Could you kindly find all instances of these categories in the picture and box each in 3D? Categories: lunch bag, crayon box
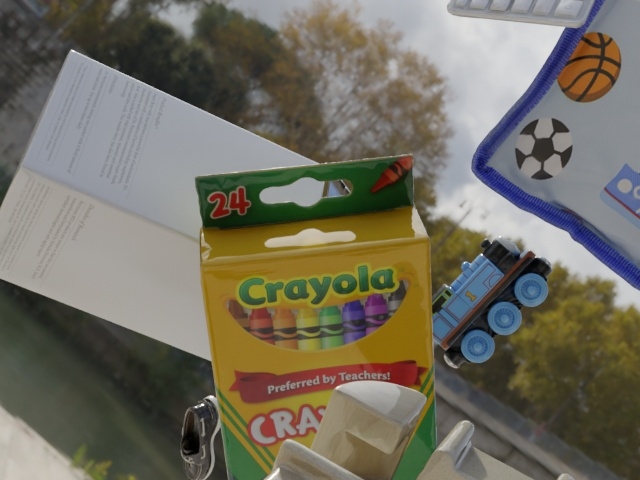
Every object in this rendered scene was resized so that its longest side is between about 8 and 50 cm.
[{"bbox_3d":[0.348,-0.152,0.833,0.239,0.385,0.328,37,16,19],"label":"lunch bag"},{"bbox_3d":[-0.001,0.089,0.970,0.081,0.202,0.318,-103,-173,-64],"label":"crayon box"}]

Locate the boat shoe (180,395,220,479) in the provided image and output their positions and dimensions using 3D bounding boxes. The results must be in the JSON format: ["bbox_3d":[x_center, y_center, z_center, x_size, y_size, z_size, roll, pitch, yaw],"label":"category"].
[{"bbox_3d":[-0.146,0.239,1.247,0.046,0.038,0.125,39,-52,29],"label":"boat shoe"}]

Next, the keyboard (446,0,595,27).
[{"bbox_3d":[0.148,-0.205,0.591,0.072,0.256,0.014,8,-36,31],"label":"keyboard"}]

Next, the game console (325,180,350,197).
[{"bbox_3d":[0.000,0.000,1.180,0.071,0.107,0.122,27,-54,28],"label":"game console"}]

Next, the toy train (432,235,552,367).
[{"bbox_3d":[0.209,0.076,1.357,0.105,0.184,0.080,43,4,3],"label":"toy train"}]

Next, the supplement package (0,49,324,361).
[{"bbox_3d":[-0.167,-0.024,1.084,0.293,0.177,0.175,24,-45,-16],"label":"supplement package"}]

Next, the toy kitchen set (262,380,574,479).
[{"bbox_3d":[0.058,0.181,0.483,0.207,0.122,0.166,27,24,17],"label":"toy kitchen set"}]
